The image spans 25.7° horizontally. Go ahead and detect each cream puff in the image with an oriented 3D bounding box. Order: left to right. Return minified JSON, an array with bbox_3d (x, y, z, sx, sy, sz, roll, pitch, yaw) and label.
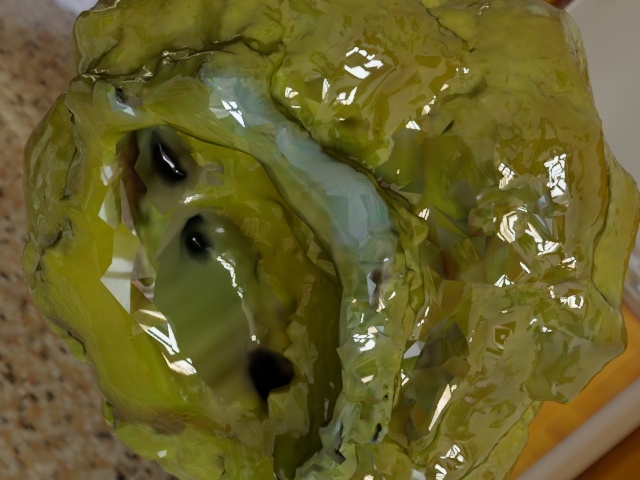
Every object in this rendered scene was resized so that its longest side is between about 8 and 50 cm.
[{"bbox_3d":[-0.001,0.002,0.571,0.282,0.282,0.185,43,14,-13],"label":"cream puff"}]
